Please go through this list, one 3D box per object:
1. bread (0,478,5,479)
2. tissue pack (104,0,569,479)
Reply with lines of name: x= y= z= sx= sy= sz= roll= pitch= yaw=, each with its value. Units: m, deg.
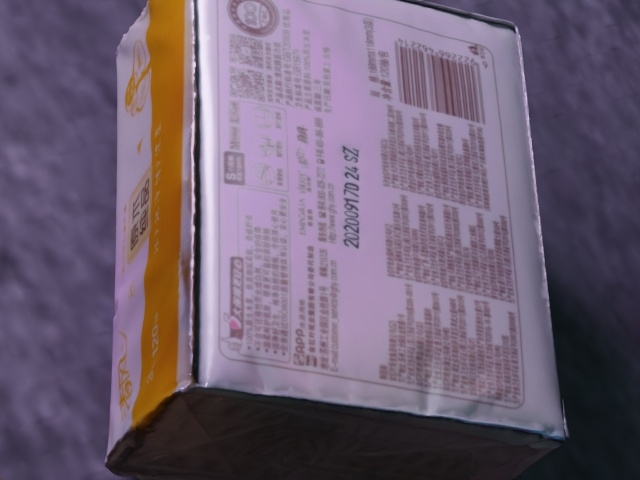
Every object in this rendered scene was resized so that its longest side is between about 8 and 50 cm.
bread: x=-0.158 y=0.220 z=0.598 sx=0.312 sy=0.172 sz=0.312 roll=13 pitch=59 yaw=-22
tissue pack: x=0.000 y=0.000 z=0.829 sx=0.185 sy=0.124 sz=0.225 roll=10 pitch=59 yaw=-21
